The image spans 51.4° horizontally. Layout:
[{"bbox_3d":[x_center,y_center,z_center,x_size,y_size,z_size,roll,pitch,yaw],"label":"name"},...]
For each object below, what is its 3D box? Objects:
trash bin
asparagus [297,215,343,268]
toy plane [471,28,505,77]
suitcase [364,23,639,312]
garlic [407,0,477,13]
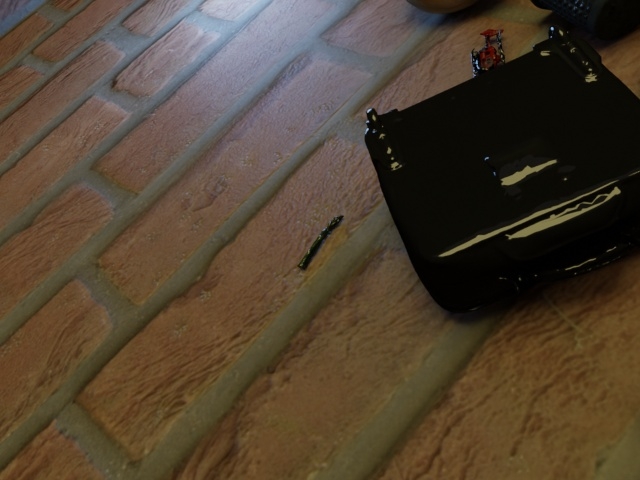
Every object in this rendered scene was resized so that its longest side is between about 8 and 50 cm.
[{"bbox_3d":[0.458,-0.420,1.097,0.176,0.175,0.161,-29,58,1],"label":"trash bin"},{"bbox_3d":[0.000,0.000,1.058,0.015,0.014,0.114,34,70,5],"label":"asparagus"},{"bbox_3d":[0.297,-0.327,1.171,0.060,0.037,0.145,-4,53,18],"label":"toy plane"},{"bbox_3d":[0.260,-0.088,0.886,0.345,0.188,0.339,-23,45,5],"label":"suitcase"},{"bbox_3d":[0.248,-0.521,1.271,0.245,0.164,0.145,11,41,26],"label":"garlic"}]
